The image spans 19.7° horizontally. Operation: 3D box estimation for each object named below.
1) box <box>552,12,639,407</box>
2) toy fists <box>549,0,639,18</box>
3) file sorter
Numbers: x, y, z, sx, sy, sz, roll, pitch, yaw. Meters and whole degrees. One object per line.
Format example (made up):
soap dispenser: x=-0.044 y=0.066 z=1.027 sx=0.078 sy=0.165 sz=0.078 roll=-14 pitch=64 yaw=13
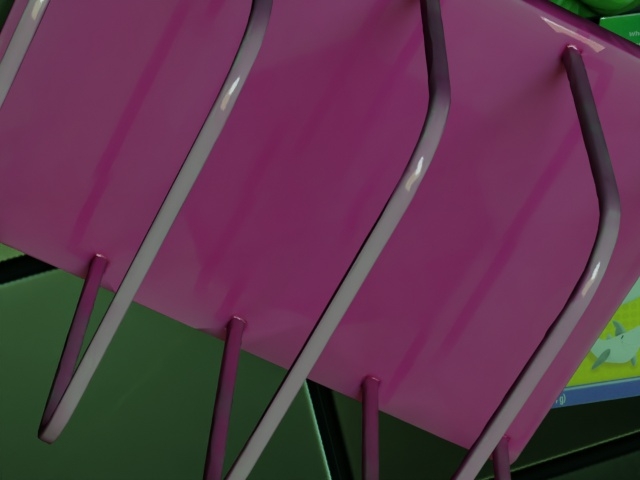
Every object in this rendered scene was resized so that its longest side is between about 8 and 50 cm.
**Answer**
box: x=0.128 y=-0.014 z=0.856 sx=0.105 sy=0.043 sz=0.179 roll=-8 pitch=106 yaw=-11
toy fists: x=0.100 y=-0.227 z=0.760 sx=0.142 sy=0.096 sz=0.279 roll=-5 pitch=105 yaw=-12
file sorter: x=0.000 y=0.000 z=0.711 sx=0.290 sy=0.182 sz=0.202 roll=25 pitch=116 yaw=-10
